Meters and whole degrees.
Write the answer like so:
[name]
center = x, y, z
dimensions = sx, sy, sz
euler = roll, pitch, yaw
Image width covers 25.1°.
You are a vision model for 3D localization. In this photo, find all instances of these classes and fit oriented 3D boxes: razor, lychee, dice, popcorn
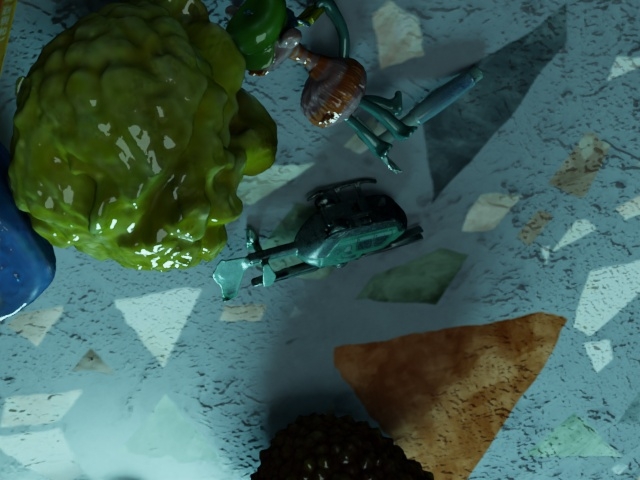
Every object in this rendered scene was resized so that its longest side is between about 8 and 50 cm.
[razor]
center = 0.105, -0.128, 1.420
dimensions = 0.135, 0.068, 0.040
euler = -35, 134, -5
[lychee]
center = 0.026, 0.320, 1.642
dimensions = 0.271, 0.271, 0.271
euler = -10, 130, -12
[dice]
center = -0.329, -0.008, 1.290
dimensions = 0.143, 0.146, 0.146
euler = -24, 132, -2
[popcorn]
center = -0.150, -0.103, 1.239
dimensions = 0.237, 0.206, 0.251
euler = 32, 74, -41

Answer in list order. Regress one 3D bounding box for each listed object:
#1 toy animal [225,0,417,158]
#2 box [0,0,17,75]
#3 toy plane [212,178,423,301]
[toy animal]
center = 0.005, -0.163, 1.331
dimensions = 0.208, 0.100, 0.103
euler = 36, 88, -29
[box]
center = -0.365, -0.217, 1.021
dimensions = 0.259, 0.214, 0.283
euler = -8, 133, -37
[toy plane]
center = 0.000, 0.000, 1.482
dimensions = 0.235, 0.060, 0.096
euler = -15, 145, -13
